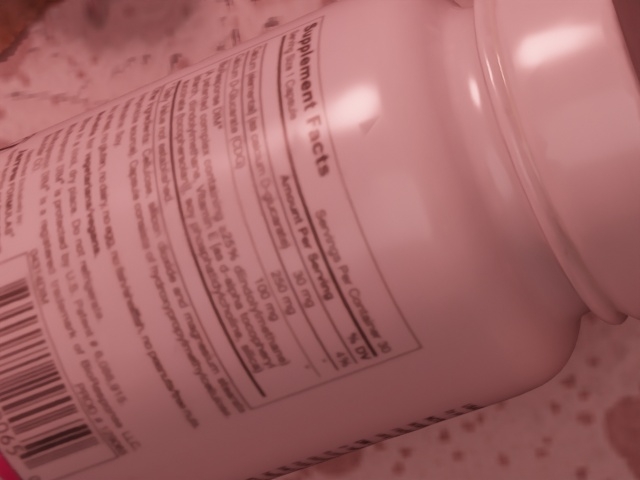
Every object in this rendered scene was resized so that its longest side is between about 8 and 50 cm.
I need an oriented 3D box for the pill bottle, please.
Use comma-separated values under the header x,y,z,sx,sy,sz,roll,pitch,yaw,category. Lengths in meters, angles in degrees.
x,y,z,sx,sy,sz,roll,pitch,yaw,category
0.000,0.000,0.693,0.283,0.160,0.160,-21,93,19,pill bottle
